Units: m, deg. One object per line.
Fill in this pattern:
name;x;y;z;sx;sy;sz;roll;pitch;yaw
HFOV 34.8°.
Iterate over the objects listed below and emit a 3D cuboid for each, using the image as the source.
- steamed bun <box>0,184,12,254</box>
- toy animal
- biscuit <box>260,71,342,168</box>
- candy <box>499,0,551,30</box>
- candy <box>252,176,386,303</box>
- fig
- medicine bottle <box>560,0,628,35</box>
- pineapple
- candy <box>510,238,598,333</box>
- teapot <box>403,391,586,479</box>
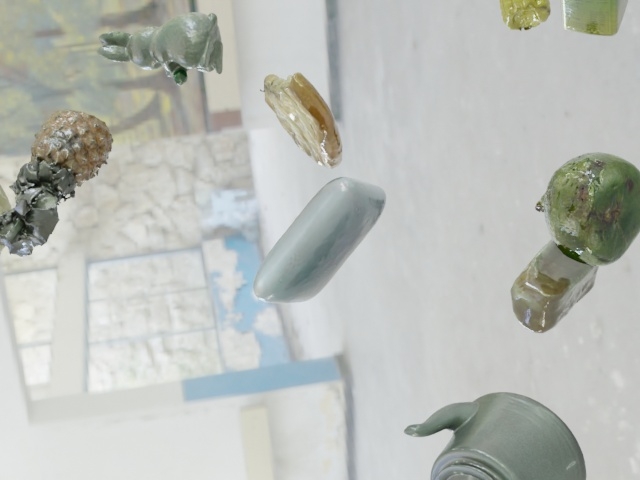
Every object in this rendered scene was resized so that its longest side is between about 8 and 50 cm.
steamed bun;-0.645;-0.050;1.671;0.203;0.276;0.289;133;155;-58
toy animal;-0.320;-0.390;2.051;0.125;0.251;0.127;66;-145;-56
biscuit;-0.018;-0.169;1.447;0.154;0.045;0.299;55;176;-13
candy;0.404;-0.536;2.081;0.106;0.094;0.198;89;172;-76
candy;0.000;0.000;1.195;0.071;0.174;0.138;43;-167;17
fig;0.453;-0.068;1.813;0.235;0.203;0.203;25;125;53
medicine bottle;0.377;-0.382;1.389;0.188;0.088;0.132;52;-126;-65
pineapple;-0.388;-0.081;1.462;0.119;0.111;0.237;103;-173;-56
candy;0.440;0.075;1.907;0.102;0.234;0.104;28;131;27
teapot;0.198;0.280;1.137;0.239;0.149;0.162;49;132;11
